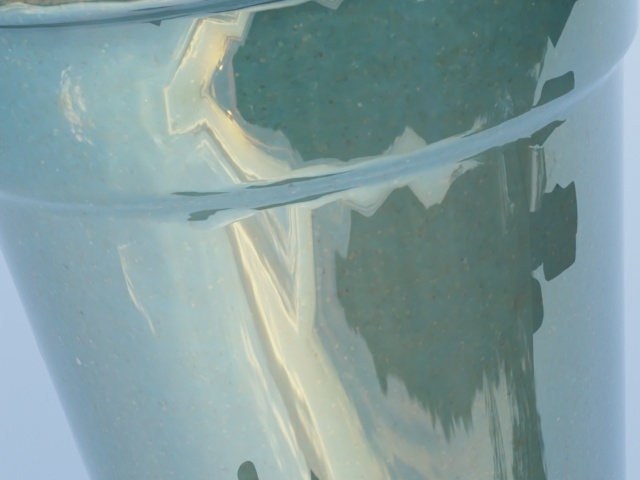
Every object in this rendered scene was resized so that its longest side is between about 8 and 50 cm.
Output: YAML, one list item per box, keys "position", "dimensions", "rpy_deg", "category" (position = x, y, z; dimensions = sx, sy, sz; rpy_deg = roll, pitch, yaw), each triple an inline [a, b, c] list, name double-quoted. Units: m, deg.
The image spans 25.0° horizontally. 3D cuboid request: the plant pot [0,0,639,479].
- position: [0.000, 0.000, 0.671]
  dimensions: [0.341, 0.334, 0.341]
  rpy_deg: [-9, -159, 4]
  category: "plant pot"
